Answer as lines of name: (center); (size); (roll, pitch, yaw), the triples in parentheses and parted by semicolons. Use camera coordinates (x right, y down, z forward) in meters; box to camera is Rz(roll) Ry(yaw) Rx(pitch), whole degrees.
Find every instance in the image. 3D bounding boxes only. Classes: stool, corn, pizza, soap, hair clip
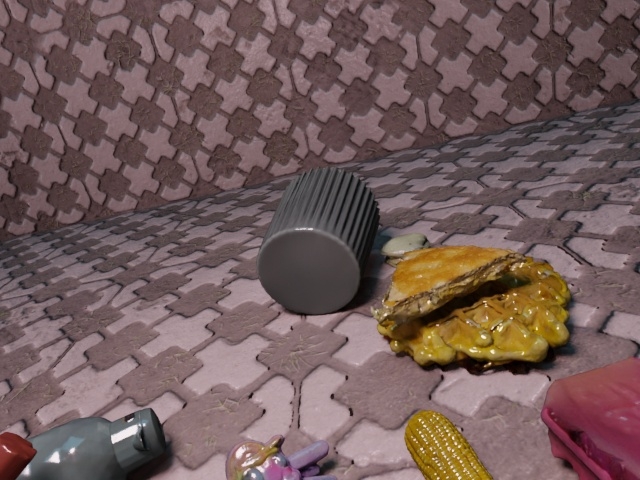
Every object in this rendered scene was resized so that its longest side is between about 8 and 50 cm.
stool: (0.000, 0.000, 1.136); (0.297, 0.297, 0.330); (-8, 28, 15)
corn: (0.180, 0.308, 0.539); (0.080, 0.080, 0.231); (-19, 24, -11)
pizza: (0.199, 0.090, 0.836); (0.288, 0.075, 0.280); (-28, 16, -30)
soap: (0.413, 0.255, 0.463); (0.220, 0.127, 0.325); (-15, 21, -9)
hair clip: (-0.115, 0.355, 0.590); (0.278, 0.090, 0.137); (-18, 56, -2)

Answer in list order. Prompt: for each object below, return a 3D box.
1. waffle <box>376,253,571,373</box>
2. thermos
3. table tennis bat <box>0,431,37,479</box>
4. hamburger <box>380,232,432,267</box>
waffle: (0.307, 0.125, 0.900); (0.380, 0.095, 0.382); (-5, 21, 25)
thermos: (-0.394, 0.362, 0.685); (0.287, 0.145, 0.182); (-20, -6, -20)
table tennis bat: (-0.495, 0.415, 0.487); (0.268, 0.051, 0.414); (19, 67, 43)
hamburger: (0.241, 0.024, 1.209); (0.133, 0.062, 0.140); (6, 31, 43)
